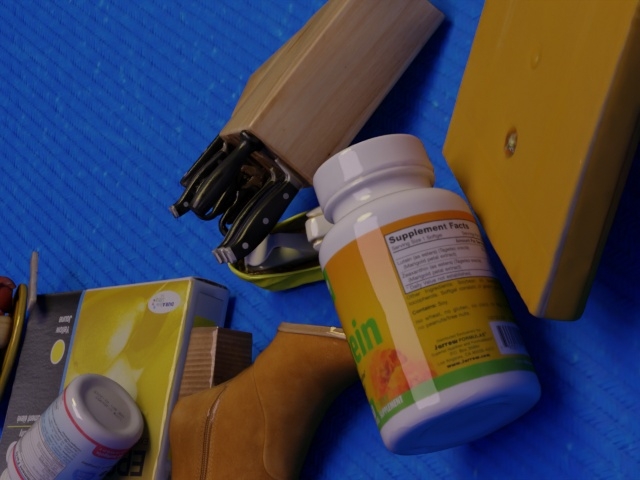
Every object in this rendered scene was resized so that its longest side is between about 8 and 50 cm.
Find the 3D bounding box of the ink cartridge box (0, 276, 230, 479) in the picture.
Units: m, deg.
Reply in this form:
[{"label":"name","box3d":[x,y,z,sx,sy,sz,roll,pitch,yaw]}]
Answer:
[{"label":"ink cartridge box","box3d":[-0.230,0.199,1.988,0.304,0.072,0.307,-7,66,48]}]

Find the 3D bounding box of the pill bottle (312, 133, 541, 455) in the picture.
[{"label":"pill bottle","box3d":[0.079,0.042,1.589,0.136,0.136,0.245,-35,65,35]}]

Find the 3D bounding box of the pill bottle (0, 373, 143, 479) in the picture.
[{"label":"pill bottle","box3d":[-0.251,0.210,1.887,0.160,0.087,0.087,-47,43,28]}]

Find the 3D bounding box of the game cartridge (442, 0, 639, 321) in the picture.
[{"label":"game cartridge","box3d":[0.193,-0.143,1.525,0.285,0.053,0.323,-112,34,-57]}]

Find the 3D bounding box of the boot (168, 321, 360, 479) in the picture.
[{"label":"boot","box3d":[-0.030,0.183,1.748,0.295,0.104,0.211,-6,78,46]}]

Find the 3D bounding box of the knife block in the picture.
[{"label":"knife block","box3d":[-0.019,-0.107,1.782,0.276,0.088,0.242,-40,18,31]}]

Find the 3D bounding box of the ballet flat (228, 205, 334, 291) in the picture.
[{"label":"ballet flat","box3d":[0.000,0.000,1.796,0.231,0.077,0.077,-20,66,44]}]

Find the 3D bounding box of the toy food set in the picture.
[{"label":"toy food set","box3d":[-0.378,0.108,2.156,0.128,0.071,0.218,-97,26,-55]}]
